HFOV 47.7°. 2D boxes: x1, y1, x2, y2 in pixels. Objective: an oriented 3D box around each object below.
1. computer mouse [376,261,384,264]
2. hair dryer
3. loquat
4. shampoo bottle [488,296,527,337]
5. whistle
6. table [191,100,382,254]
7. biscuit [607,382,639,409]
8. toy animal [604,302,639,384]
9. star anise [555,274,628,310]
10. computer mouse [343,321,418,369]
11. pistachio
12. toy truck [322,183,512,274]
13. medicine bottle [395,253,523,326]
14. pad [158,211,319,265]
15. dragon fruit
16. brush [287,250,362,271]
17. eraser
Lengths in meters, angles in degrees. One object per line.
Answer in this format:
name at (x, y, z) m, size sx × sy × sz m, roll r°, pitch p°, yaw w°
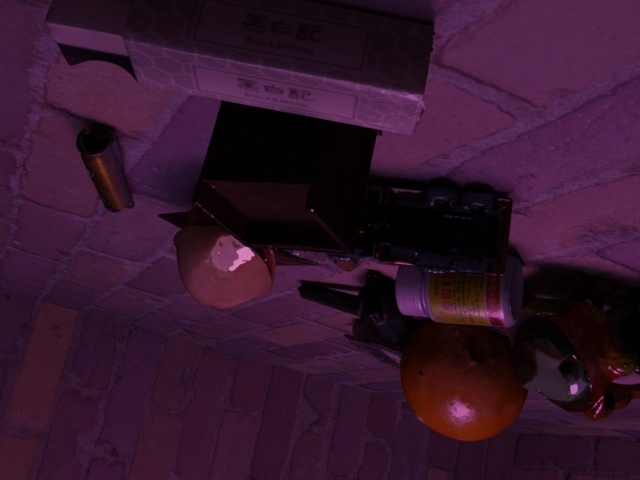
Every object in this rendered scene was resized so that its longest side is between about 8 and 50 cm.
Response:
computer mouse at (0.152, 0.014, 1.366) m, size 0.228 × 0.069 × 0.113 m, roll 3°, pitch 161°, yaw 25°
hair dryer at (0.063, 0.143, 1.773) m, size 0.302 × 0.116 × 0.244 m, roll 12°, pitch 160°, yaw 23°
loquat at (0.350, 0.331, 1.778) m, size 0.328 × 0.329 × 0.328 m, roll 11°, pitch 162°, yaw 4°
shampoo bottle at (0.407, 0.155, 1.606) m, size 0.129 × 0.084 × 0.323 m, roll -14°, pitch 151°, yaw 33°
whistle at (-0.389, -0.118, 1.331) m, size 0.067 × 0.057 × 0.326 m, roll 13°, pitch 162°, yaw -4°
table at (-0.035, -0.098, 0.953) m, size 0.169 × 0.193 × 0.172 m, roll 3°, pitch 160°, yaw 24°
biscuit at (0.629, 0.257, 1.606) m, size 0.301 × 0.278 × 0.043 m, roll 20°, pitch 131°, yaw 43°
toy animal at (0.641, 0.203, 1.441) m, size 0.187 × 0.165 × 0.235 m, roll -6°, pitch 174°, yaw -25°
star anise at (0.534, 0.098, 1.416) m, size 0.140 × 0.042 × 0.141 m, roll 15°, pitch 160°, yaw 5°
computer mouse at (0.213, 0.295, 2.101) m, size 0.389 × 0.115 × 0.199 m, roll 10°, pitch 151°, yaw 52°
pistachio at (-0.178, 0.024, 1.388) m, size 0.213 × 0.194 × 0.318 m, roll 28°, pitch 157°, yaw -2°
toy truck at (0.135, -0.013, 1.207) m, size 0.338 × 0.133 × 0.184 m, roll 6°, pitch 172°, yaw 9°
medicine bottle at (0.272, 0.093, 1.412) m, size 0.225 × 0.139 × 0.139 m, roll 1°, pitch 159°, yaw 29°
pad at (-0.180, 0.002, 1.638) m, size 0.219 × 0.004 × 0.330 m, roll -3°, pitch 157°, yaw 38°
dragon fruit at (0.474, 0.226, 1.427) m, size 0.130 × 0.269 × 0.295 m, roll -23°, pitch -173°, yaw -24°
brush at (0.013, 0.022, 1.396) m, size 0.065 × 0.070 × 0.327 m, roll 43°, pitch -170°, yaw 29°
eraser at (-0.081, -0.213, 0.796) m, size 0.403 × 0.098 × 0.096 m, roll 11°, pitch 161°, yaw 0°
